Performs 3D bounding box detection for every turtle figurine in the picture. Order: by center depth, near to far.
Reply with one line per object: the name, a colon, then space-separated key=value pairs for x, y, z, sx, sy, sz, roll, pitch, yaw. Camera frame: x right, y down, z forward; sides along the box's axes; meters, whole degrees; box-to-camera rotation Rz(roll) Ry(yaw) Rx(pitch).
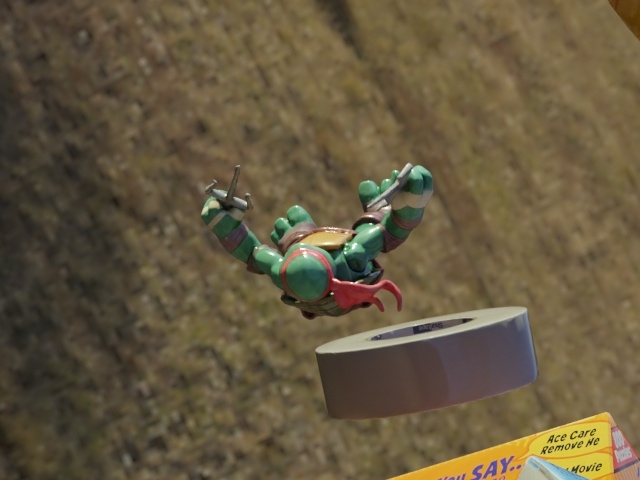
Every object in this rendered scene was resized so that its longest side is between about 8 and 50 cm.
turtle figurine: x=0.000 y=0.000 z=1.335 sx=0.234 sy=0.175 sz=0.118 roll=-24 pitch=113 yaw=-80

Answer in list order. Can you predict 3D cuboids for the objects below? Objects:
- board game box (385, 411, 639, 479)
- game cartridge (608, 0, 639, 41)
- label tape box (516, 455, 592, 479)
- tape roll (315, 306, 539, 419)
board game box: x=0.180 y=0.442 z=1.643 sx=0.356 sy=0.356 sz=0.356 roll=53 pitch=27 yaw=-35
game cartridge: x=0.285 y=-0.237 z=0.880 sx=0.053 sy=0.323 sz=0.285 roll=57 pitch=-4 yaw=17
label tape box: x=0.152 y=0.320 z=0.963 sx=0.249 sy=0.348 sz=0.115 roll=23 pitch=9 yaw=-24
tape roll: x=0.108 y=0.123 z=1.818 sx=0.219 sy=0.219 sz=0.072 roll=-16 pitch=94 yaw=-72
